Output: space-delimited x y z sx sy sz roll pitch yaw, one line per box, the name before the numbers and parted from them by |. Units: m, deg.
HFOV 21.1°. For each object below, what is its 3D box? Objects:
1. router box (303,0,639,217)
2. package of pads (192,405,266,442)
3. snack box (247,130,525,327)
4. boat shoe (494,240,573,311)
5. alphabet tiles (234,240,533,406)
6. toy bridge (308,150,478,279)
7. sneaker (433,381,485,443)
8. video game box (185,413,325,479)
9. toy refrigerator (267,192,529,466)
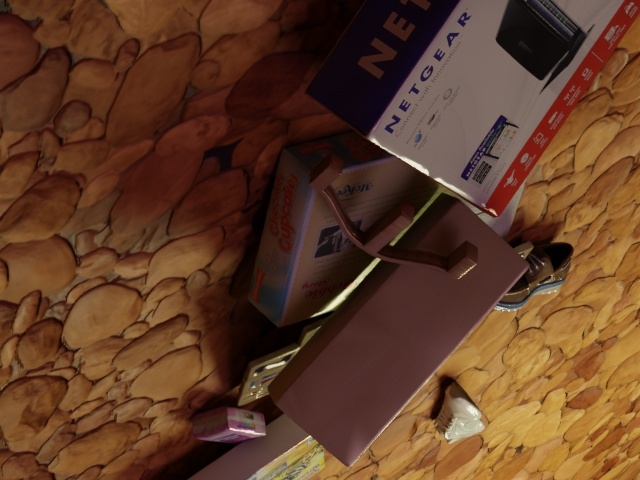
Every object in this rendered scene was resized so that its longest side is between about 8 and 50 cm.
router box | 0.171 -0.208 1.565 0.335 0.082 0.301 -56 150 6
package of pads | -0.104 0.209 1.942 0.050 0.032 0.083 -16 162 26
snack box | 0.081 -0.035 1.769 0.322 0.060 0.187 -16 133 -38
boat shoe | 0.248 0.034 2.105 0.183 0.066 0.066 -19 142 -52
alphabet tiles | 0.067 0.094 1.904 0.343 0.011 0.285 -23 165 -14
toy bridge | 0.064 -0.012 1.627 0.188 0.026 0.063 33 128 -22
sneaker | 0.185 0.241 2.332 0.061 0.053 0.152 -34 152 -5
video game box | -0.089 0.290 2.054 0.205 0.048 0.187 -33 163 -11
toy refrigerator | 0.075 0.086 1.716 0.269 0.102 0.094 -49 -170 0
